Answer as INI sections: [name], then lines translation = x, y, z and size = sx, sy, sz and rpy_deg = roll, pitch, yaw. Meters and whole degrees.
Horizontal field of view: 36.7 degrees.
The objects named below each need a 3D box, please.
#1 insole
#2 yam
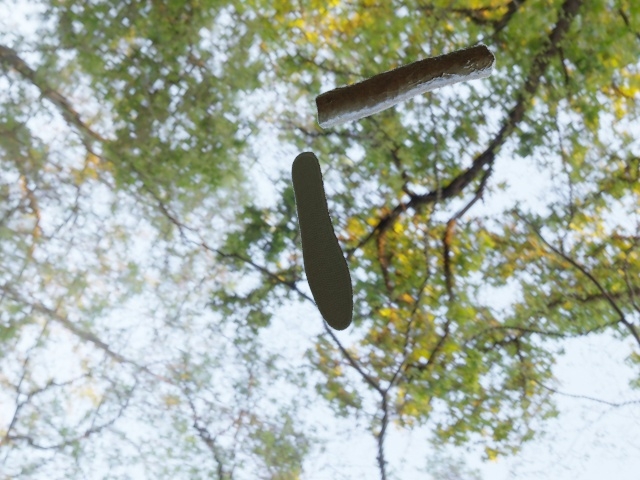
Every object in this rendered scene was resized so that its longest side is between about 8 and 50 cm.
[insole]
translation = 0.000, 0.000, 0.790
size = 0.053, 0.002, 0.153
rpy_deg = -19, -102, 46
[yam]
translation = 0.134, -0.250, 1.549
size = 0.299, 0.066, 0.066
rpy_deg = -17, -124, 2
